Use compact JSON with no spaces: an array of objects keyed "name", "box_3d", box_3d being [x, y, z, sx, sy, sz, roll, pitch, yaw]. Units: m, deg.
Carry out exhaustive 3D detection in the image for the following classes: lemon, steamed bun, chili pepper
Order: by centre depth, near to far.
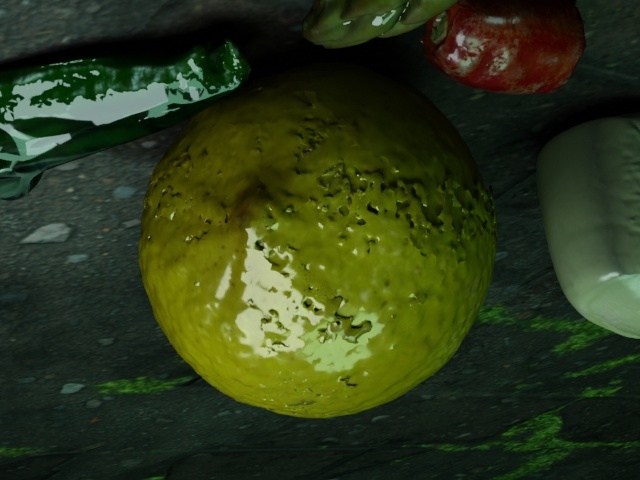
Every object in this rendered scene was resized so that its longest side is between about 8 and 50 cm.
[{"name":"chili pepper","box_3d":[-0.151,-0.094,0.989,0.216,0.062,0.108,-20,158,14]},{"name":"chili pepper","box_3d":[0.128,-0.140,1.026,0.123,0.071,0.073,0,172,-35]},{"name":"lemon","box_3d":[0.000,0.000,1.058,0.257,0.258,0.310,-14,175,4]},{"name":"steamed bun","box_3d":[0.304,-0.005,1.277,0.250,0.200,0.155,0,156,-23]}]

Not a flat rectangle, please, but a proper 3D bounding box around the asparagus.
[{"name":"asparagus","box_3d":[0.079,-0.187,0.867,0.080,0.080,0.287,6,153,-40]}]
